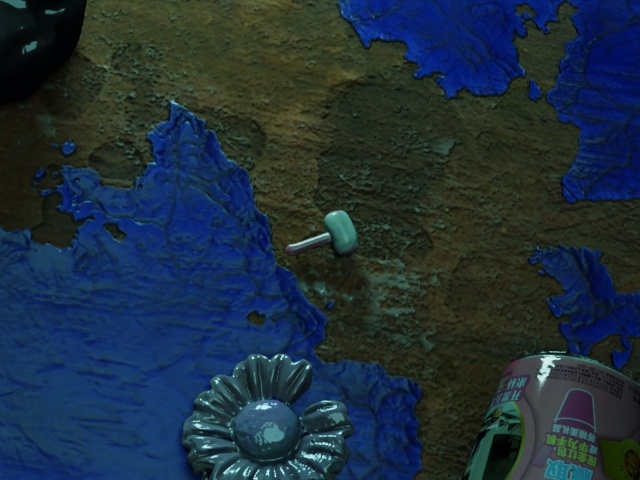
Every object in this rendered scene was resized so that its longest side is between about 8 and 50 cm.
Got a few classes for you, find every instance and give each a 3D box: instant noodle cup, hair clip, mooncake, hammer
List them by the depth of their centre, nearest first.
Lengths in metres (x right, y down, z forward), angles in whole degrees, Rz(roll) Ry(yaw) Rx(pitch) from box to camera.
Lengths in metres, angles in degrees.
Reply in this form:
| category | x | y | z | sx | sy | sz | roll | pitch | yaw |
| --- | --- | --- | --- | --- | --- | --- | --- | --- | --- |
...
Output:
| category | x | y | z | sx | sy | sz | roll | pitch | yaw |
| --- | --- | --- | --- | --- | --- | --- | --- | --- | --- |
| instant noodle cup | 0.240 | 0.261 | 1.412 | 0.244 | 0.244 | 0.255 | 23 | 62 | -5 |
| hair clip | -0.020 | 0.260 | 1.421 | 0.173 | 0.069 | 0.300 | -31 | 81 | -20 |
| mooncake | -0.395 | -0.283 | 1.481 | 0.283 | 0.141 | 0.283 | 4 | 69 | -10 |
| hammer | 0.000 | 0.000 | 1.536 | 0.083 | 0.031 | 0.052 | -20 | 74 | -12 |
